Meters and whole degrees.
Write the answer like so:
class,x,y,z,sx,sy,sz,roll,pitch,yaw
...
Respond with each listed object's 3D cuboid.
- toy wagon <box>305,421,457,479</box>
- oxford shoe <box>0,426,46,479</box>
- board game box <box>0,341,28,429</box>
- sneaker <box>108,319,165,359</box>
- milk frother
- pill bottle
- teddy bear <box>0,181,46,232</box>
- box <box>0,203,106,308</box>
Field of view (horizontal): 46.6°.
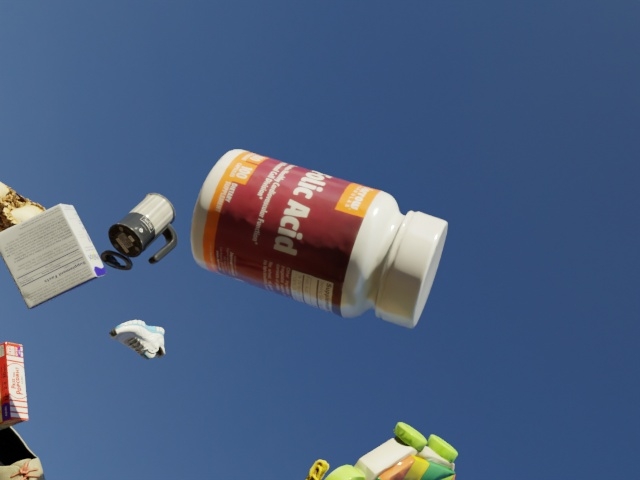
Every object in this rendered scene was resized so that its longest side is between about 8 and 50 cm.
class,x,y,z,sx,sy,sz,roll,pitch,yaw
toy wagon,0.088,0.420,1.179,0.068,0.344,0.267,32,-91,41
oxford shoe,-0.541,0.467,1.325,0.348,0.123,0.130,34,-64,39
board game box,-0.639,0.291,1.386,0.194,0.045,0.146,-23,-114,17
sneaker,-0.439,0.250,1.822,0.071,0.191,0.082,-28,-114,18
milk frother,-0.401,-0.013,1.618,0.143,0.134,0.129,-5,-61,29
pill bottle,0.000,0.000,1.264,0.392,0.224,0.224,17,-71,13
teddy bear,-0.597,-0.023,1.474,0.113,0.245,0.338,-57,-165,-13
box,-0.452,0.026,1.247,0.126,0.072,0.137,-26,-88,-2
